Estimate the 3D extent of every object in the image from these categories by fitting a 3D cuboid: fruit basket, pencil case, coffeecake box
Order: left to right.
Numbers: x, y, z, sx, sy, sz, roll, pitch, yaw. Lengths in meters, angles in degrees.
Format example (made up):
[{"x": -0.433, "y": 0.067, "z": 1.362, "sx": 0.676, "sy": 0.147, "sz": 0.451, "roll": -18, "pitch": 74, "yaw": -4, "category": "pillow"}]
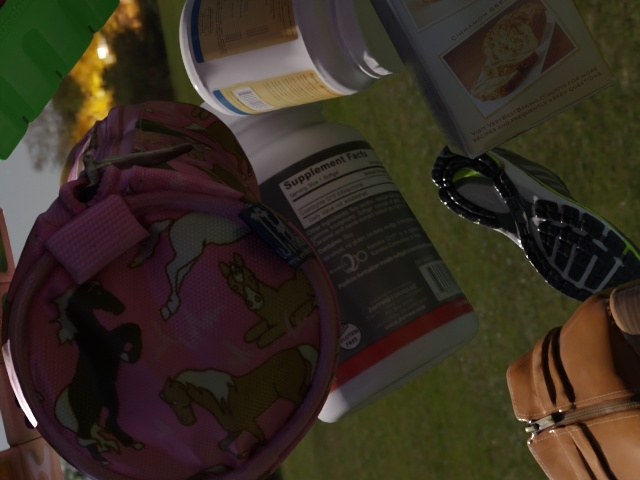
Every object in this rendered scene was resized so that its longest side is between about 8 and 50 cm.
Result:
[{"x": -0.505, "y": -0.337, "z": 1.432, "sx": 0.283, "sy": 0.392, "sz": 0.392, "roll": 18, "pitch": 125, "yaw": 40, "category": "fruit basket"}, {"x": -0.094, "y": 0.009, "z": 0.668, "sx": 0.386, "sy": 0.160, "sz": 0.167, "roll": -127, "pitch": 54, "yaw": -75, "category": "pencil case"}, {"x": 0.048, "y": -0.134, "z": 0.491, "sx": 0.185, "sy": 0.068, "sz": 0.142, "roll": 61, "pitch": -174, "yaw": -3, "category": "coffeecake box"}]

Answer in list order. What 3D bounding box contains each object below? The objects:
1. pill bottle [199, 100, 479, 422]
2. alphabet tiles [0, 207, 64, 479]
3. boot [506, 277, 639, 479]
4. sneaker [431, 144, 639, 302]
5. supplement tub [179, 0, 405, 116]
[{"x": 0.000, "y": 0.000, "z": 1.220, "sx": 0.363, "sy": 0.210, "sz": 0.210, "roll": 59, "pitch": 168, "yaw": 12, "category": "pill bottle"}, {"x": -0.174, "y": 0.040, "z": 0.443, "sx": 0.237, "sy": 0.009, "sz": 0.198, "roll": 1, "pitch": -105, "yaw": -80, "category": "alphabet tiles"}, {"x": 0.184, "y": 0.121, "z": 0.585, "sx": 0.152, "sy": 0.073, "sz": 0.197, "roll": -39, "pitch": 57, "yaw": 46, "category": "boot"}, {"x": 0.286, "y": -0.034, "z": 1.350, "sx": 0.300, "sy": 0.121, "sz": 0.111, "roll": 41, "pitch": 125, "yaw": 20, "category": "sneaker"}, {"x": -0.021, "y": -0.205, "z": 1.065, "sx": 0.144, "sy": 0.199, "sz": 0.144, "roll": 15, "pitch": -108, "yaw": -55, "category": "supplement tub"}]
